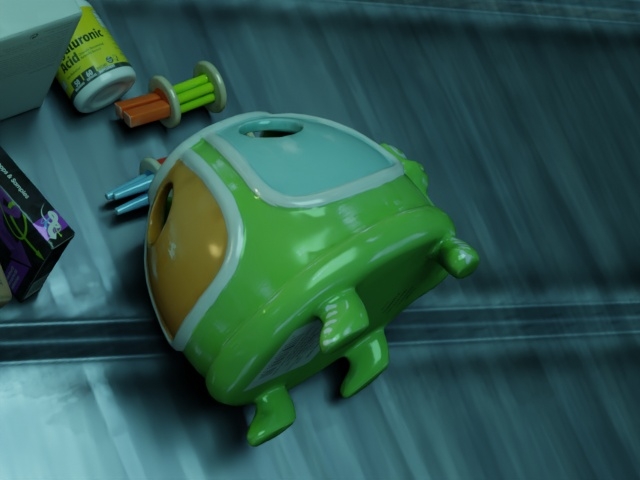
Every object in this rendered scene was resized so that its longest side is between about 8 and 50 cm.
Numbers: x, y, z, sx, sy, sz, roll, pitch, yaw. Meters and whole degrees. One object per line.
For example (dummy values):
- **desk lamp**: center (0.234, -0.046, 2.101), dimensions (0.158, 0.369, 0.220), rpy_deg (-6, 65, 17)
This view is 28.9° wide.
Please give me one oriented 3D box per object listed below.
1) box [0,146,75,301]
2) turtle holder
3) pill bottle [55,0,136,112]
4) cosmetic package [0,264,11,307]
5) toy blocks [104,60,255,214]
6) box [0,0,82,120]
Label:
- **box**: center (-0.279, -0.036, 1.032), dimensions (0.029, 0.116, 0.162), rpy_deg (-38, 86, -35)
- **turtle holder**: center (-0.002, -0.005, 1.067), dimensions (0.320, 0.243, 0.227), rpy_deg (-33, 73, -21)
- **pill bottle**: center (-0.227, -0.182, 1.148), dimensions (0.065, 0.065, 0.116), rpy_deg (-30, 81, -31)
- **cosmetic package**: center (-0.378, 0.013, 0.871), dimensions (0.153, 0.129, 0.296), rpy_deg (64, 22, 9)
- **toy blocks**: center (-0.145, -0.092, 1.152), dimensions (0.148, 0.054, 0.123), rpy_deg (-25, 80, -30)
- **box**: center (-0.290, -0.191, 1.062), dimensions (0.091, 0.170, 0.130), rpy_deg (-26, 80, -32)
